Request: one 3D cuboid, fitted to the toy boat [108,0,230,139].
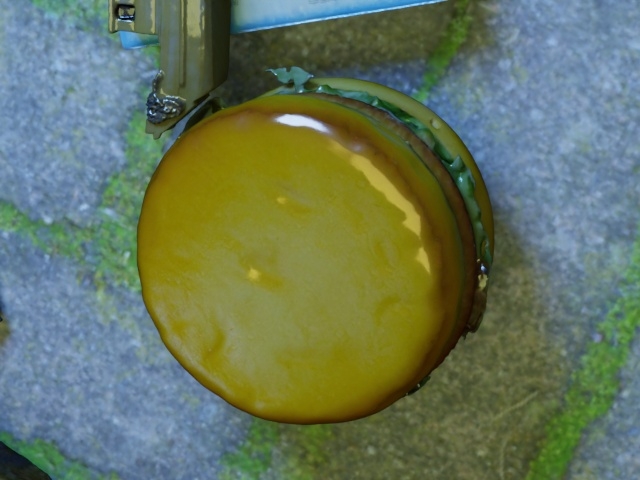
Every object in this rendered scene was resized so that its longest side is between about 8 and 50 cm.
[{"bbox_3d":[-0.101,-0.166,1.200,0.077,0.057,0.200,5,107,13],"label":"toy boat"}]

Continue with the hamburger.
[{"bbox_3d":[0.001,-0.001,1.247,0.246,0.170,0.246,7,109,21],"label":"hamburger"}]

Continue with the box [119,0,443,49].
[{"bbox_3d":[-0.029,-0.218,1.245,0.232,0.083,0.142,-8,102,10],"label":"box"}]

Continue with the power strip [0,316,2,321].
[{"bbox_3d":[-0.293,0.055,1.346,0.032,0.123,0.056,0,111,54],"label":"power strip"}]

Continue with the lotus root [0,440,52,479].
[{"bbox_3d":[-0.323,0.210,1.404,0.261,0.074,0.170,-1,102,12],"label":"lotus root"}]
